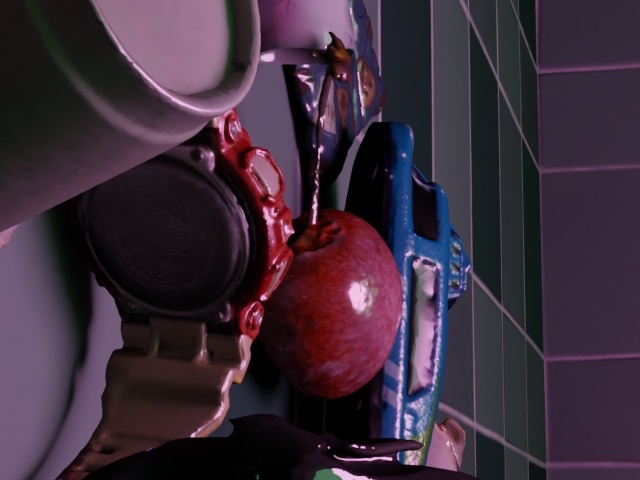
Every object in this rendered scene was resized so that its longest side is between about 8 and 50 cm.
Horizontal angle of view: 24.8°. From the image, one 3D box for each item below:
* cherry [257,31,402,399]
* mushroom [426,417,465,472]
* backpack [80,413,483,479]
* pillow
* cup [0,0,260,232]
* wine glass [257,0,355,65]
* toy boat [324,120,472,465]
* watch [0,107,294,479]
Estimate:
[{"bbox_3d":[0.000,0.000,0.851,0.107,0.090,0.226,-53,145,-49],"label":"cherry"},{"bbox_3d":[0.072,0.298,1.084,0.109,0.097,0.351,-63,150,-66],"label":"mushroom"},{"bbox_3d":[-0.052,0.214,0.331,0.445,0.254,0.363,33,56,-66],"label":"backpack"},{"bbox_3d":[0.003,-0.180,1.033,0.189,0.034,0.256,-59,145,-61],"label":"pillow"},{"bbox_3d":[-0.094,-0.050,0.373,0.120,0.141,0.120,38,41,-43],"label":"cup"},{"bbox_3d":[-0.022,-0.183,0.868,0.073,0.073,0.155,2,82,-75],"label":"wine glass"},{"bbox_3d":[0.062,0.064,0.993,0.134,0.092,0.299,116,-19,-68],"label":"toy boat"},{"bbox_3d":[-0.096,0.040,0.525,0.268,0.102,0.165,-61,147,-50],"label":"watch"}]
